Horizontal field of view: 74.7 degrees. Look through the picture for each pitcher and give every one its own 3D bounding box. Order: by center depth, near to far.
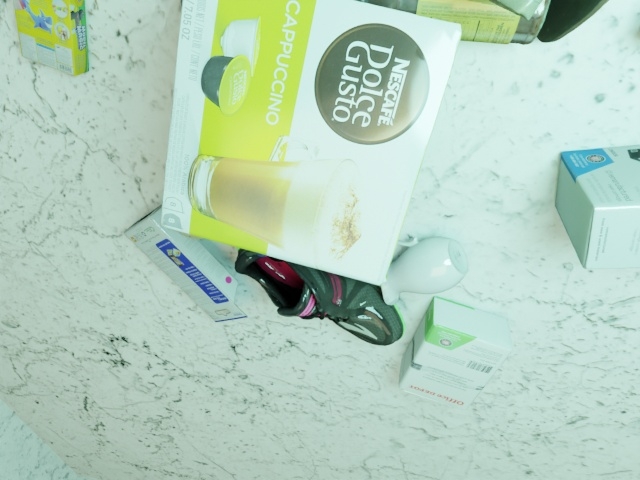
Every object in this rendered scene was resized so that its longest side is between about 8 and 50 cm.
[{"bbox_3d":[0.215,0.047,0.973,0.207,0.125,0.177,-25,100,41],"label":"pitcher"}]

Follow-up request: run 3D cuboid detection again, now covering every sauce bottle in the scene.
[{"bbox_3d":[0.173,-0.387,0.672,0.345,0.111,0.111,11,127,9],"label":"sauce bottle"}]

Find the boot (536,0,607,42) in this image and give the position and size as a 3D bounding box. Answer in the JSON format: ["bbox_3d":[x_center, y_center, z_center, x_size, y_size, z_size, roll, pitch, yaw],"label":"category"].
[{"bbox_3d":[0.419,-0.392,0.565,0.115,0.112,0.305,-11,164,-16],"label":"boot"}]

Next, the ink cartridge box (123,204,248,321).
[{"bbox_3d":[-0.354,0.077,1.148,0.176,0.069,0.370,-18,117,44],"label":"ink cartridge box"}]

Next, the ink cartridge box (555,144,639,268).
[{"bbox_3d":[0.596,-0.068,0.709,0.308,0.223,0.128,-3,123,17],"label":"ink cartridge box"}]

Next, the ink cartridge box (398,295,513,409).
[{"bbox_3d":[0.345,0.303,1.110,0.199,0.114,0.272,18,127,3],"label":"ink cartridge box"}]

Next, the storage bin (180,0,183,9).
[{"bbox_3d":[-0.214,-0.421,0.766,0.098,0.091,0.135,11,126,8],"label":"storage bin"}]

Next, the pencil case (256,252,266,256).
[{"bbox_3d":[0.000,0.000,0.922,0.306,0.119,0.133,13,175,-33],"label":"pencil case"}]

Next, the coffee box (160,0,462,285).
[{"bbox_3d":[-0.006,-0.181,0.677,0.335,0.338,0.337,15,111,4],"label":"coffee box"}]

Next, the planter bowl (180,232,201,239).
[{"bbox_3d":[-0.294,-0.070,1.025,0.162,0.109,0.162,7,126,10],"label":"planter bowl"}]

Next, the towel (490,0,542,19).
[{"bbox_3d":[0.243,-0.481,0.508,0.312,0.056,0.324,52,126,28],"label":"towel"}]

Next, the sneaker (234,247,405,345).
[{"bbox_3d":[-0.010,0.141,1.038,0.483,0.202,0.185,32,127,-8],"label":"sneaker"}]

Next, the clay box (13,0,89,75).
[{"bbox_3d":[-0.546,-0.467,0.848,0.128,0.053,0.222,21,126,0],"label":"clay box"}]
